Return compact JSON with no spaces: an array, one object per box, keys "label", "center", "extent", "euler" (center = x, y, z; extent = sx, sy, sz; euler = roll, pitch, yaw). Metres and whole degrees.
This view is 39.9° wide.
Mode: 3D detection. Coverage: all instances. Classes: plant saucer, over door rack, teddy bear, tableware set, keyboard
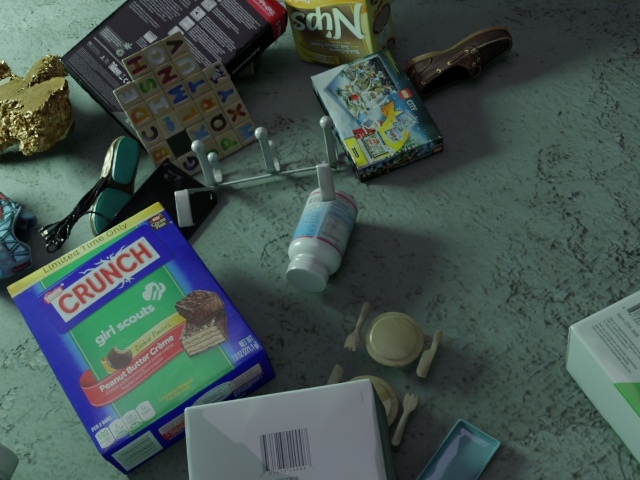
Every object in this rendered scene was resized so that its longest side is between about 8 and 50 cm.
[{"label":"plant saucer","center":[0.159,0.326,1.160],"extent":[0.067,0.018,0.192],"euler":[28,64,29]},{"label":"over door rack","center":[-0.091,-0.124,1.422],"extent":[0.240,0.108,0.324],"euler":[-10,15,5]},{"label":"teddy bear","center":[-0.591,-0.257,1.726],"extent":[0.338,0.113,0.245],"euler":[1,53,30]},{"label":"tableware set","center":[0.087,0.194,1.266],"extent":[0.128,0.039,0.194],"euler":[21,63,12]},{"label":"keyboard","center":[-0.339,-0.017,1.495],"extent":[0.202,0.033,0.317],"euler":[36,63,1]}]

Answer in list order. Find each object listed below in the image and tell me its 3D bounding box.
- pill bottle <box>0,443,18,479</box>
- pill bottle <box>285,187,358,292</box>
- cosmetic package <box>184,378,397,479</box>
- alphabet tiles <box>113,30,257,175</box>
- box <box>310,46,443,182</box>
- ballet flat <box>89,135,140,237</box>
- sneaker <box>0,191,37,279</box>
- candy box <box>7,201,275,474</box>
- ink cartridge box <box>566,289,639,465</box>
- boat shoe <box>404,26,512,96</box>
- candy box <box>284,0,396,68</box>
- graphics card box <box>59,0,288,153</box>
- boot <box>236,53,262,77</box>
[{"label":"pill bottle","center":[-0.518,0.395,1.171],"extent":[0.152,0.152,0.272],"euler":[7,54,18]},{"label":"pill bottle","center":[0.000,0.000,1.407],"extent":[0.087,0.087,0.160],"euler":[8,55,19]},{"label":"cosmetic package","center":[-0.027,0.269,1.097],"extent":[0.224,0.224,0.138],"euler":[-10,70,5]},{"label":"alphabet tiles","center":[-0.247,-0.245,1.589],"extent":[0.198,0.237,0.009],"euler":[-31,14,-11]},{"label":"box","center":[0.098,-0.227,1.571],"extent":[0.159,0.044,0.233],"euler":[-21,59,-5]},{"label":"ballet flat","center":[-0.368,-0.086,1.571],"extent":[0.073,0.067,0.206],"euler":[24,64,-23]},{"label":"sneaker","center":[-0.572,-0.029,1.571],"extent":[0.125,0.104,0.261],"euler":[-12,53,-19]},{"label":"candy box","center":[-0.266,0.136,1.314],"extent":[0.268,0.122,0.317],"euler":[-33,61,-13]},{"label":"ink cartridge box","center":[0.504,0.154,1.150],"extent":[0.289,0.121,0.211],"euler":[-25,51,-7]},{"label":"boat shoe","center":[0.261,-0.322,1.615],"extent":[0.207,0.073,0.073],"euler":[-24,53,3]},{"label":"candy box","center":[0.026,-0.456,1.611],"extent":[0.183,0.316,0.087],"euler":[19,59,25]},{"label":"graphics card box","center":[-0.271,-0.369,1.658],"extent":[0.233,0.094,0.371],"euler":[44,81,6]},{"label":"boot","center":[-0.229,-0.331,1.739],"extent":[0.209,0.076,0.189],"euler":[7,61,7]}]
